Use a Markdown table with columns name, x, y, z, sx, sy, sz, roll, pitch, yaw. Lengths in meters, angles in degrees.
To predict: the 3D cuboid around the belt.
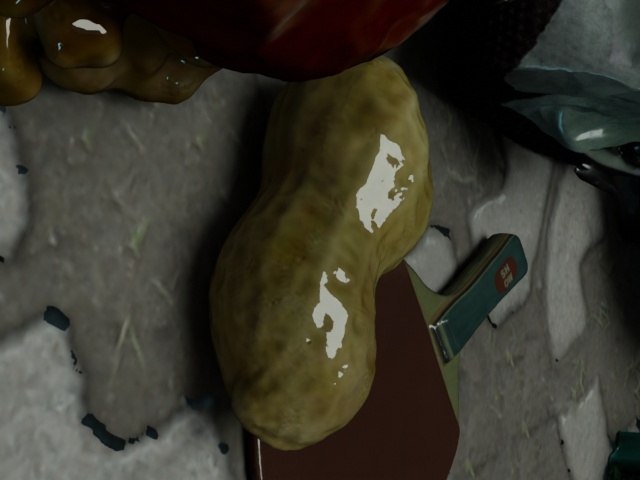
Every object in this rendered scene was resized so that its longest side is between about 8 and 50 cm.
| name | x | y | z | sx | sy | sz | roll | pitch | yaw |
| --- | --- | --- | --- | --- | --- | --- | --- | --- | --- |
| belt | 0.191 | -0.110 | 0.662 | 0.289 | 0.184 | 0.164 | 15 | 80 | -46 |

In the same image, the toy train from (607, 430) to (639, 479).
| name | x | y | z | sx | sy | sz | roll | pitch | yaw |
| --- | --- | --- | --- | --- | --- | --- | --- | --- | --- |
| toy train | 0.289 | 0.241 | 0.819 | 0.154 | 0.107 | 0.198 | 26 | 66 | -40 |

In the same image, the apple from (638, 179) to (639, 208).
| name | x | y | z | sx | sy | sz | roll | pitch | yaw |
| --- | --- | --- | --- | --- | --- | --- | --- | --- | --- |
| apple | 0.419 | -0.047 | 0.857 | 0.269 | 0.345 | 0.344 | 7 | 80 | -72 |

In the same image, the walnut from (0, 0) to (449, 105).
| name | x | y | z | sx | sy | sz | roll | pitch | yaw |
| --- | --- | --- | --- | --- | --- | --- | --- | --- | --- |
| walnut | -0.047 | -0.142 | 0.346 | 0.244 | 0.222 | 0.269 | -58 | 148 | 5 |

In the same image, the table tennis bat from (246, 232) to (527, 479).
| name | x | y | z | sx | sy | sz | roll | pitch | yaw |
| --- | --- | --- | --- | --- | --- | --- | --- | --- | --- |
| table tennis bat | 0.050 | 0.070 | 0.588 | 0.274 | 0.021 | 0.154 | -40 | 118 | -45 |

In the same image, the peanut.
| name | x | y | z | sx | sy | sz | roll | pitch | yaw |
| --- | --- | --- | --- | --- | --- | --- | --- | --- | --- |
| peanut | 0.002 | 0.001 | 0.481 | 0.089 | 0.089 | 0.192 | 40 | 60 | -43 |
